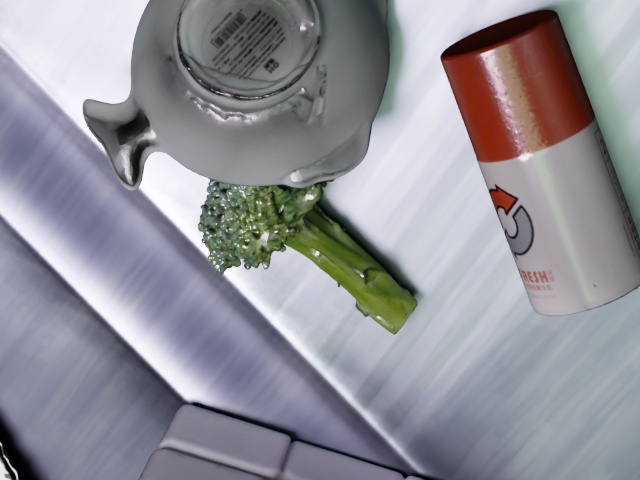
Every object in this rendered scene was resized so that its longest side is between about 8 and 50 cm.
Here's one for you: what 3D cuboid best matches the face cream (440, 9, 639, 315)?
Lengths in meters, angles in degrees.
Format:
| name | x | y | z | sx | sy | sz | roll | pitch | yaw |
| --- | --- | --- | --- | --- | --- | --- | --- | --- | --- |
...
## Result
| name | x | y | z | sx | sy | sz | roll | pitch | yaw |
| --- | --- | --- | --- | --- | --- | --- | --- | --- | --- |
| face cream | 0.170 | -0.058 | 1.101 | 0.096 | 0.096 | 0.214 | -19 | 104 | 14 |

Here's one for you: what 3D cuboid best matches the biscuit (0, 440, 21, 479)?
| name | x | y | z | sx | sy | sz | roll | pitch | yaw |
| --- | --- | --- | --- | --- | --- | --- | --- | --- | --- |
| biscuit | -0.296 | 0.244 | 1.281 | 0.099 | 0.038 | 0.322 | -29 | 95 | -3 |

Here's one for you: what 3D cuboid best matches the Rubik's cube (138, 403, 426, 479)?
| name | x | y | z | sx | sy | sz | roll | pitch | yaw |
| --- | --- | --- | --- | --- | --- | --- | --- | --- | --- |
| Rubik's cube | -0.037 | 0.370 | 1.161 | 0.316 | 0.319 | 0.321 | 18 | 111 | 1 |

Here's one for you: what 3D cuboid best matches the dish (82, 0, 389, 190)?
| name | x | y | z | sx | sy | sz | roll | pitch | yaw |
| --- | --- | --- | --- | --- | --- | --- | --- | --- | --- |
| dish | -0.062 | -0.135 | 1.070 | 0.246 | 0.078 | 0.224 | -31 | 79 | -2 |

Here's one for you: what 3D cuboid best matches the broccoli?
| name | x | y | z | sx | sy | sz | roll | pitch | yaw |
| --- | --- | --- | --- | --- | --- | --- | --- | --- | --- |
| broccoli | -0.002 | 0.002 | 1.158 | 0.204 | 0.122 | 0.118 | 38 | 126 | -20 |
